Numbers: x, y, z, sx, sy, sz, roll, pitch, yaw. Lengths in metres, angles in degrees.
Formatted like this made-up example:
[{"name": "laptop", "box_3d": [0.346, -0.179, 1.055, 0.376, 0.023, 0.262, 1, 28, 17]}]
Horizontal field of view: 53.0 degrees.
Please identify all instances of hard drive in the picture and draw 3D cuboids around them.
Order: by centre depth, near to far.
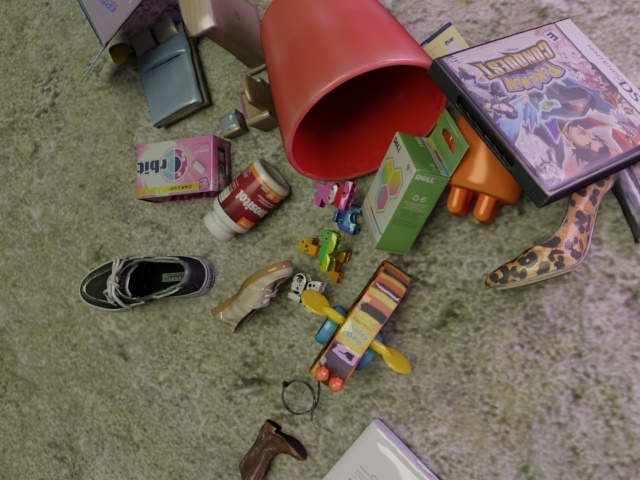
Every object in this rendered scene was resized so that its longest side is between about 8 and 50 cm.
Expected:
[{"name": "hard drive", "box_3d": [0.064, 0.478, 1.032, 0.210, 0.040, 0.318, 42, 101, 22]}]

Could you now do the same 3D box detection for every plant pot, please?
[{"name": "plant pot", "box_3d": [0.031, -0.269, 1.023, 0.275, 0.275, 0.243, -32, 63, 18]}]

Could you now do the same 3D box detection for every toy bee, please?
[{"name": "toy bee", "box_3d": [0.048, 0.174, 1.002, 0.195, 0.162, 0.298, 14, 95, 2]}]

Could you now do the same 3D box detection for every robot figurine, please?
[{"name": "robot figurine", "box_3d": [0.256, -0.137, 0.966, 0.158, 0.128, 0.219, 23, 95, 63]}]

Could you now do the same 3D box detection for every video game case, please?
[{"name": "video game case", "box_3d": [0.326, -0.190, 0.890, 0.275, 0.035, 0.248, -23, 67, -25]}]

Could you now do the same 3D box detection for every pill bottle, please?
[{"name": "pill bottle", "box_3d": [-0.136, -0.069, 1.157, 0.152, 0.086, 0.086, -42, 70, 15]}]

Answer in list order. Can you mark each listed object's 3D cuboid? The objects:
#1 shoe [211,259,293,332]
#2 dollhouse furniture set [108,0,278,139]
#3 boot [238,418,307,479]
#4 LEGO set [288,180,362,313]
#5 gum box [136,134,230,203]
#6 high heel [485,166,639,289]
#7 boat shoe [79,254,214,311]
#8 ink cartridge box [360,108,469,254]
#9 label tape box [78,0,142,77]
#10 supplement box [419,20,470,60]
[{"name": "shoe", "box_3d": [-0.111, 0.099, 1.118, 0.219, 0.077, 0.058, -37, 79, 41]}, {"name": "dollhouse furniture set", "box_3d": [-0.268, -0.311, 1.182, 0.304, 0.198, 0.286, -19, 76, 22]}, {"name": "boot", "box_3d": [-0.086, 0.386, 1.111, 0.106, 0.037, 0.114, 33, 95, 37]}, {"name": "LEGO set", "box_3d": [0.000, 0.000, 1.093, 0.093, 0.087, 0.227, 22, 100, 28]}, {"name": "gum box", "box_3d": [-0.260, -0.135, 1.233, 0.189, 0.062, 0.107, -4, 83, 24]}, {"name": "high heel", "box_3d": [0.334, -0.045, 0.933, 0.261, 0.093, 0.186, -23, 81, 4]}, {"name": "boat shoe", "box_3d": [-0.359, 0.081, 1.230, 0.307, 0.105, 0.113, -3, 83, 24]}, {"name": "ink cartridge box", "box_3d": [0.136, -0.093, 0.979, 0.109, 0.062, 0.209, -103, 30, -48]}, {"name": "label tape box", "box_3d": [-0.384, -0.472, 1.206, 0.333, 0.106, 0.241, -51, 24, 0]}, {"name": "supplement box", "box_3d": [0.205, -0.291, 1.044, 0.083, 0.056, 0.083, -35, 72, 17]}]
